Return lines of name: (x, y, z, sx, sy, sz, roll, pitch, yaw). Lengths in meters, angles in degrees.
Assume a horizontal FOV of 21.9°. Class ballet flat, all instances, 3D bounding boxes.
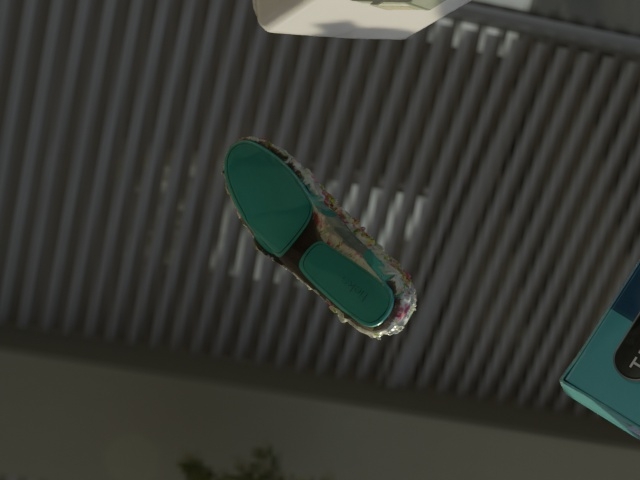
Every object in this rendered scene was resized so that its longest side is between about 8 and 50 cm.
ballet flat: (0.000, 0.000, 1.534, 0.091, 0.241, 0.077, -47, 160, 17)

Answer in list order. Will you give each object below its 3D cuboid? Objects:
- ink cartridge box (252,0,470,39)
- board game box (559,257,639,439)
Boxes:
ink cartridge box: (0.059, -0.251, 0.977, 0.273, 0.115, 0.198, -20, -109, 62)
board game box: (0.404, 0.101, 1.324, 0.253, 0.336, 0.079, -56, 163, -5)
